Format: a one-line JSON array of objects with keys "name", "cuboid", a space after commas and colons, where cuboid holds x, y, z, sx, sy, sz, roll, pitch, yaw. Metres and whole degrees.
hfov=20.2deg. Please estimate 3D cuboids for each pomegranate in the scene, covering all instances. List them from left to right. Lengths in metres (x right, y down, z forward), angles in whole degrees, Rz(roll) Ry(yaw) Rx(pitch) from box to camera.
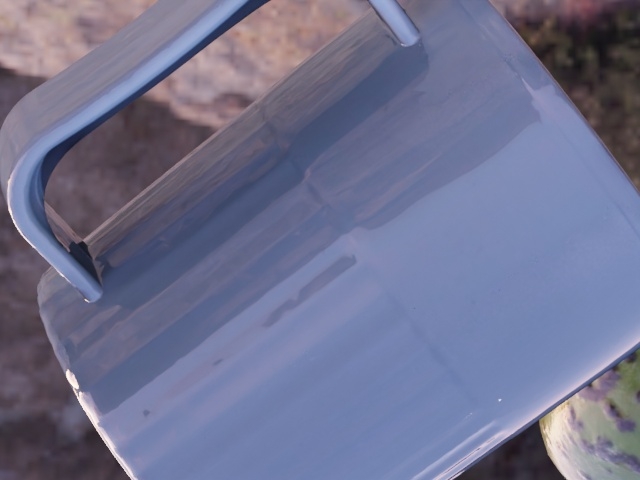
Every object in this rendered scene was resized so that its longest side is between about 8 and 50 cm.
[{"name": "pomegranate", "cuboid": [0.239, 0.119, 1.460, 0.286, 0.231, 0.231, -15, 158, 21]}]

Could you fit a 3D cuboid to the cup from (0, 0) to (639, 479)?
[{"name": "cup", "cuboid": [0.011, 0.016, 1.024, 0.311, 0.257, 0.331, -38, 151, 5]}]
